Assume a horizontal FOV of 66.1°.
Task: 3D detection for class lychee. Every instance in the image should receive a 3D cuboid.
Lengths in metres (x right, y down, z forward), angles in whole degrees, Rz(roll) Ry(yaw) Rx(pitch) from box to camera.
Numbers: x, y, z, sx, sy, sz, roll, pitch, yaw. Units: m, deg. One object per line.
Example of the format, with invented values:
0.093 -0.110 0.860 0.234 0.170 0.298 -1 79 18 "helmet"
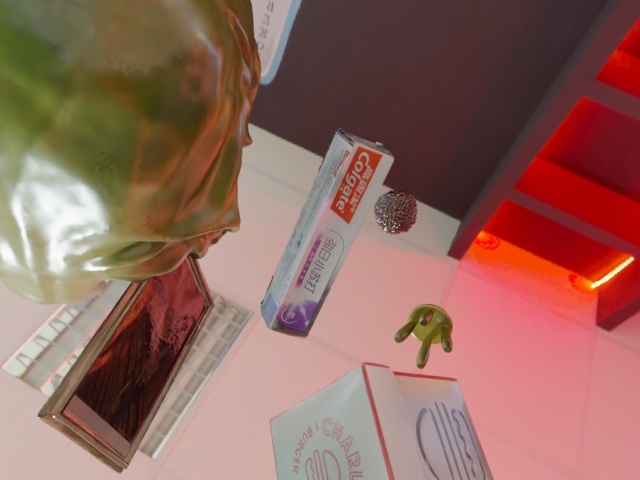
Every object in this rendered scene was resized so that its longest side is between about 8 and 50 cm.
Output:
0.200 -0.073 1.318 0.123 0.123 0.129 16 -121 0 "lychee"

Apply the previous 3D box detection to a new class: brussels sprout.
-0.231 -0.179 0.480 0.342 0.361 0.425 -5 -114 -13 "brussels sprout"

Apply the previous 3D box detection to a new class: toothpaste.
0.000 0.000 0.444 0.047 0.196 0.040 17 -156 -19 "toothpaste"

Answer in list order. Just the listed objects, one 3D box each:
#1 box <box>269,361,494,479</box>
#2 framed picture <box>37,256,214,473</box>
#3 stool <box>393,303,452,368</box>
0.121 0.454 0.965 0.300 0.312 0.314 18 -136 -38 "box"
-0.215 0.135 0.627 0.016 0.216 0.273 13 -126 14 "framed picture"
0.251 0.222 1.168 0.134 0.135 0.110 8 -159 22 "stool"
